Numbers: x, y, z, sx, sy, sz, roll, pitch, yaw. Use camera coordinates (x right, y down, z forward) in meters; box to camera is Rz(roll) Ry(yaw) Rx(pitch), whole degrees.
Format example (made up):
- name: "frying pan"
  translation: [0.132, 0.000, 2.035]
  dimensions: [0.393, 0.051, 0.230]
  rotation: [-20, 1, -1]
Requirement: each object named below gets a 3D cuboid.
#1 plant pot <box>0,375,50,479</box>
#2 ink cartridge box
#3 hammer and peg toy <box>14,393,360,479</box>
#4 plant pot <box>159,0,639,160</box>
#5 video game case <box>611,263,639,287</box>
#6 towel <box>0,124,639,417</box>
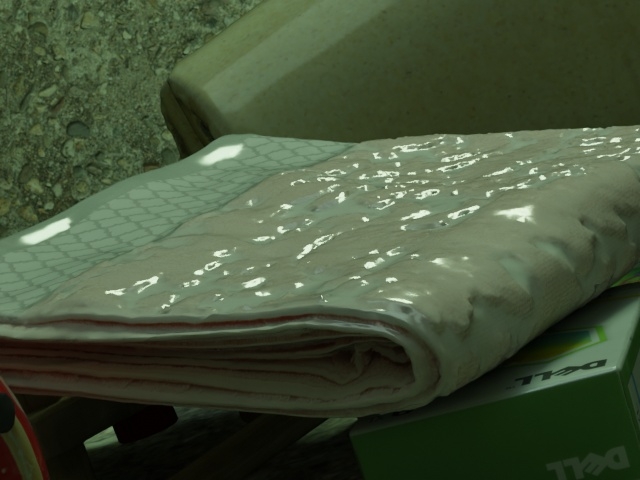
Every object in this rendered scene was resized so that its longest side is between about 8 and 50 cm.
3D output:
- name: "plant pot"
  translation: [-0.208, 0.113, 0.651]
  dimensions: [0.174, 0.191, 0.191]
  rotation: [-12, 9, 30]
- name: "ink cartridge box"
  translation: [0.079, 0.078, 0.703]
  dimensions: [0.109, 0.062, 0.209]
  rotation: [-15, 7, 17]
- name: "hammer and peg toy"
  translation: [-0.129, 0.078, 0.991]
  dimensions: [0.361, 0.127, 0.266]
  rotation: [-13, 8, 37]
- name: "plant pot"
  translation: [0.074, -0.087, 1.181]
  dimensions: [0.305, 0.334, 0.334]
  rotation: [-31, 9, -12]
- name: "video game case"
  translation: [0.221, 0.023, 0.950]
  dimensions: [0.212, 0.023, 0.193]
  rotation: [-14, 8, 35]
- name: "towel"
  translation: [0.000, 0.000, 0.835]
  dimensions: [0.317, 0.053, 0.332]
  rotation: [1, 17, 33]
